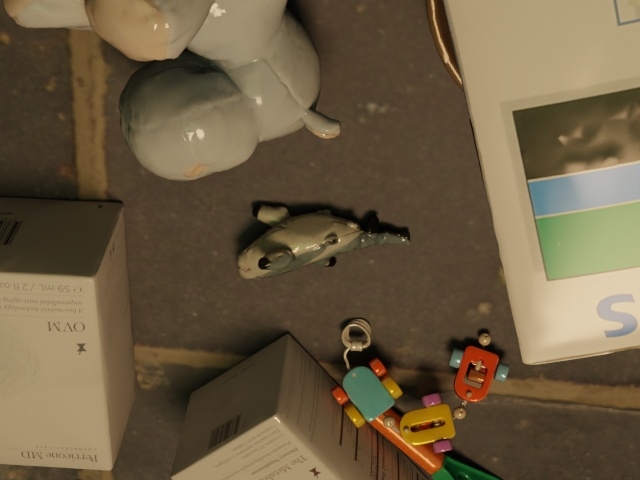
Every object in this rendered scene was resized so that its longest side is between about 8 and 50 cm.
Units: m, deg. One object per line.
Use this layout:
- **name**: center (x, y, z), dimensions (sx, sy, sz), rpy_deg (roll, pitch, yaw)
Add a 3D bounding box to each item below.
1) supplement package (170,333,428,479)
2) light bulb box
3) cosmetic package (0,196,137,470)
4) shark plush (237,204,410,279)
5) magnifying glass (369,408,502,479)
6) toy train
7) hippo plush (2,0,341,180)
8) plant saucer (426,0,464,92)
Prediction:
- **supplement package**: center (-0.012, 0.241, 1.261), dimensions (0.139, 0.134, 0.244), rpy_deg (-34, 113, 22)
- **light bulb box**: center (0.206, -0.168, 0.810), dimensions (0.225, 0.358, 0.361), rpy_deg (-10, 110, 14)
- **cosmetic package**: center (-0.301, 0.088, 1.191), dimensions (0.224, 0.138, 0.224), rpy_deg (2, 123, 3)
- **shark plush**: center (0.000, 0.000, 1.181), dimensions (0.161, 0.073, 0.067), rpy_deg (-17, 141, -9)
- **magnifying glass**: center (0.138, 0.246, 1.291), dimensions (0.231, 0.092, 0.026), rpy_deg (42, 120, -8)
- **toy train**: center (0.095, 0.140, 1.241), dimensions (0.166, 0.046, 0.125), rpy_deg (14, 82, 4)
- **hippo plush**: center (-0.097, -0.187, 1.004), dimensions (0.294, 0.234, 0.236), rpy_deg (-37, 142, -21)
- **plant saucer**: center (0.225, -0.209, 1.027), dimensions (0.278, 0.041, 0.278), rpy_deg (2, 122, 4)
